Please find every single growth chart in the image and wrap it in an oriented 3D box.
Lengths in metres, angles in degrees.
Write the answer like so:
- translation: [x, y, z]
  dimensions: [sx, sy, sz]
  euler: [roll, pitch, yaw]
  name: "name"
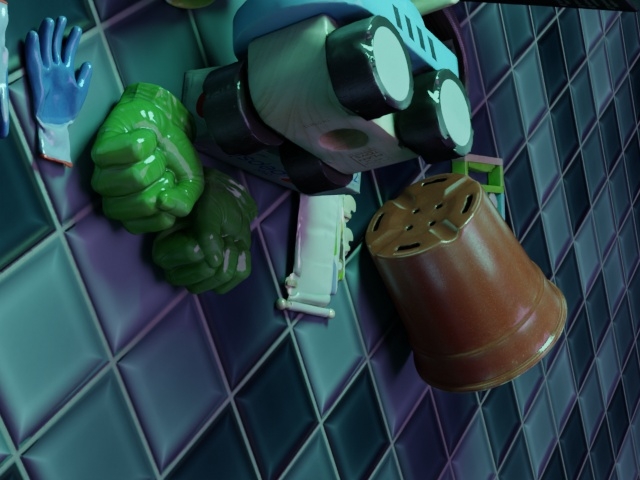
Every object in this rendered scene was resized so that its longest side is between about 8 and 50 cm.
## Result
- translation: [0.000, 0.000, 1.622]
  dimensions: [0.172, 0.021, 0.237]
  euler: [27, 66, -56]
  name: "growth chart"

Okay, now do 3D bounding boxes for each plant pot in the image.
- translation: [0.217, 0.053, 1.776]
  dimensions: [0.265, 0.272, 0.272]
  euler: [58, 42, -29]
  name: "plant pot"

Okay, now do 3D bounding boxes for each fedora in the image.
- translation: [0.122, -0.288, 1.732]
  dimensions: [0.275, 0.124, 0.244]
  euler: [40, 55, -45]
  name: "fedora"

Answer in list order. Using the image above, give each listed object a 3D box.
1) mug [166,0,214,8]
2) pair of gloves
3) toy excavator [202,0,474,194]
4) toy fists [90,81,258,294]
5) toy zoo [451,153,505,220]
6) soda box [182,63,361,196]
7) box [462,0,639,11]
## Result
- translation: [-0.161, -0.318, 1.341]
  dimensions: [0.062, 0.078, 0.064]
  euler: [3, 75, -27]
  name: "mug"
- translation: [-0.301, -0.159, 1.121]
  dimensions: [0.198, 0.023, 0.159]
  euler: [10, 80, -59]
  name: "pair of gloves"
- translation: [0.066, -0.284, 1.397]
  dimensions: [0.433, 0.222, 0.445]
  euler: [27, 57, -52]
  name: "toy excavator"
- translation: [-0.161, -0.045, 1.281]
  dimensions: [0.279, 0.096, 0.142]
  euler: [55, 45, -45]
  name: "toy fists"
- translation: [0.303, -0.014, 2.121]
  dimensions: [0.192, 0.030, 0.293]
  euler: [0, 89, -59]
  name: "toy zoo"
- translation: [-0.056, -0.137, 1.448]
  dimensions: [0.286, 0.091, 0.098]
  euler: [19, 72, -53]
  name: "soda box"
- translation: [0.291, -0.506, 1.736]
  dimensions: [0.293, 0.395, 0.212]
  euler: [12, 89, -59]
  name: "box"
